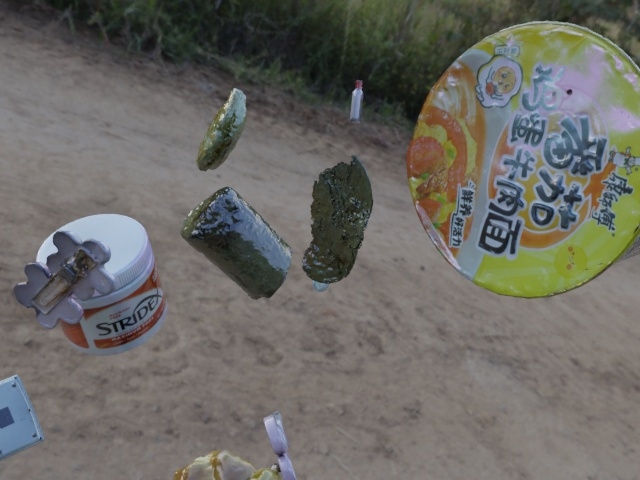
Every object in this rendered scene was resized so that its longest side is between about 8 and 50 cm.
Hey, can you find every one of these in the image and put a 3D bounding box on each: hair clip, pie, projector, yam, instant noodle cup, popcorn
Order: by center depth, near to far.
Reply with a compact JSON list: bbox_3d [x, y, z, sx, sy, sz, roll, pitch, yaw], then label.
[{"bbox_3d":[0.255,-0.076,0.736,0.200,0.264,0.264,0,36,-47],"label":"instant noodle cup"},{"bbox_3d":[-0.471,0.079,1.298,0.146,0.257,0.075,43,40,-13],"label":"hair clip"},{"bbox_3d":[-0.638,0.360,1.420,0.115,0.061,0.147,-22,85,-30],"label":"projector"},{"bbox_3d":[-0.188,0.641,1.650,0.349,0.349,0.381,34,40,13],"label":"popcorn"},{"bbox_3d":[-0.219,0.002,1.892,0.300,0.195,0.195,46,14,-28],"label":"yam"},{"bbox_3d":[-0.265,-0.287,1.923,0.090,0.248,0.201,26,51,-13],"label":"pie"}]

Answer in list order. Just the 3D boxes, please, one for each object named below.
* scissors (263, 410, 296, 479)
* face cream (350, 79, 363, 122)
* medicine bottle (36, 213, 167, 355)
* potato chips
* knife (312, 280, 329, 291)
[{"bbox_3d":[-0.073,0.336,1.206,0.030,0.118,0.242,-20,2,-7],"label":"scissors"},{"bbox_3d":[0.074,-0.279,1.418,0.021,0.083,0.040,7,5,14],"label":"face cream"},{"bbox_3d":[-0.504,0.105,1.650,0.252,0.241,0.253,-4,40,3],"label":"medicine bottle"},{"bbox_3d":[0.021,-0.033,1.080,0.026,0.209,0.142,-7,50,-46],"label":"potato chips"},{"bbox_3d":[0.000,0.000,1.419,0.031,0.064,0.222,15,56,-26],"label":"knife"}]
